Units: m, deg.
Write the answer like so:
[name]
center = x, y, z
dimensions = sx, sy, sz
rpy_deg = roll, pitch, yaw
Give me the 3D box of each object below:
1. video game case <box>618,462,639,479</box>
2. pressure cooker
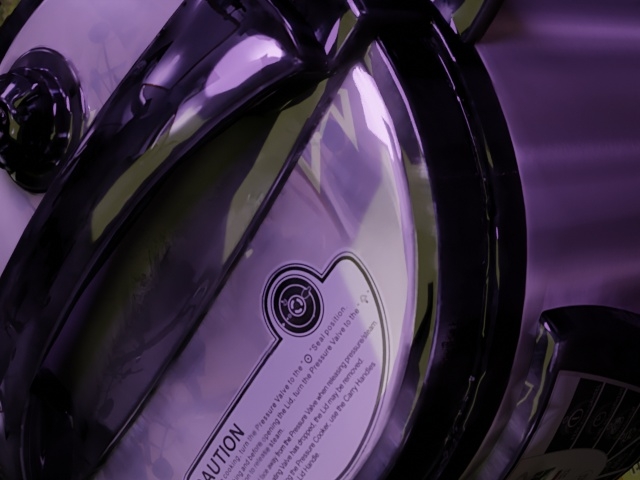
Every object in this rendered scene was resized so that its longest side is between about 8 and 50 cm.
[video game case]
center = 0.252, 0.061, 1.018
dimensions = 0.227, 0.026, 0.206
rpy_deg = -13, 98, 37
[pressure cooker]
center = -0.005, -0.003, 0.905
dimensions = 0.375, 0.420, 0.370
rpy_deg = 0, 94, 38
